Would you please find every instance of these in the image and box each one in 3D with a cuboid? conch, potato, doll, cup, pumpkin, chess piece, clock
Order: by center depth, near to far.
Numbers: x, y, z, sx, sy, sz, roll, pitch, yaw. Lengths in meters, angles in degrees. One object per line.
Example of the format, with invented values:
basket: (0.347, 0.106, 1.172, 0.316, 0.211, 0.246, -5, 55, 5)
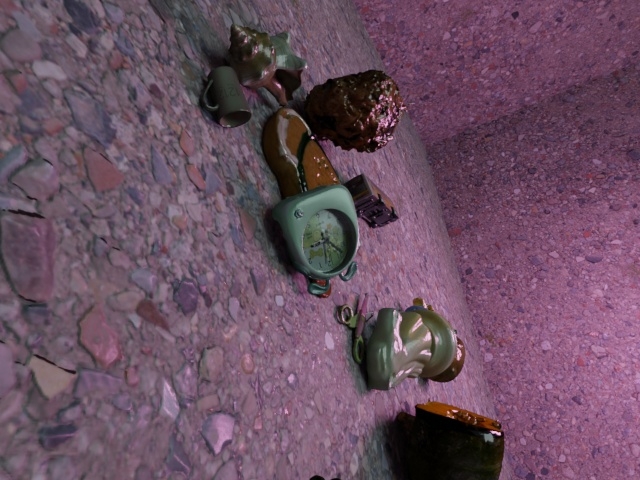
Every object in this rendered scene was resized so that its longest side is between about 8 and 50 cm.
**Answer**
cup: (-0.160, -0.232, 0.690, 0.054, 0.075, 0.083, 133, -61, -74)
clock: (0.001, 0.000, 0.768, 0.148, 0.060, 0.188, -22, 106, -31)
conch: (-0.093, -0.335, 0.781, 0.234, 0.137, 0.114, -9, 94, -55)
pumpkin: (0.279, 0.491, 0.954, 0.325, 0.242, 0.232, 39, 68, -59)
chess piece: (0.197, 0.247, 0.998, 0.298, 0.176, 0.175, 11, 62, -53)
doll: (0.290, 0.271, 1.242, 0.241, 0.099, 0.135, -69, 140, -60)
potato: (0.382, 0.356, 1.342, 0.155, 0.137, 0.200, 37, 30, -10)

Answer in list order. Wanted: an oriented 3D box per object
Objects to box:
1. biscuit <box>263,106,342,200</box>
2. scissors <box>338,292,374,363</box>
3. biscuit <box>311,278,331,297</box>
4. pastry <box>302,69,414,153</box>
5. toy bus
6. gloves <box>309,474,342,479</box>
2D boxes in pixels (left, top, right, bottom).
biscuit: (-0.012, -0.110, 0.903, 0.343, 0.057, 0.287, 58, 26, -28)
scissors: (0.090, 0.180, 0.955, 0.187, 0.020, 0.133, -40, 112, -64)
biscuit: (-0.004, 0.068, 0.836, 0.078, 0.015, 0.091, 32, 44, -54)
pastry: (0.085, -0.309, 1.050, 0.275, 0.275, 0.192, -45, 122, -65)
toy bus: (0.156, -0.110, 1.250, 0.268, 0.092, 0.106, 25, 41, -60)
gloves: (0.053, 0.430, 0.559, 0.107, 0.135, 0.268, 6, -60, 69)
